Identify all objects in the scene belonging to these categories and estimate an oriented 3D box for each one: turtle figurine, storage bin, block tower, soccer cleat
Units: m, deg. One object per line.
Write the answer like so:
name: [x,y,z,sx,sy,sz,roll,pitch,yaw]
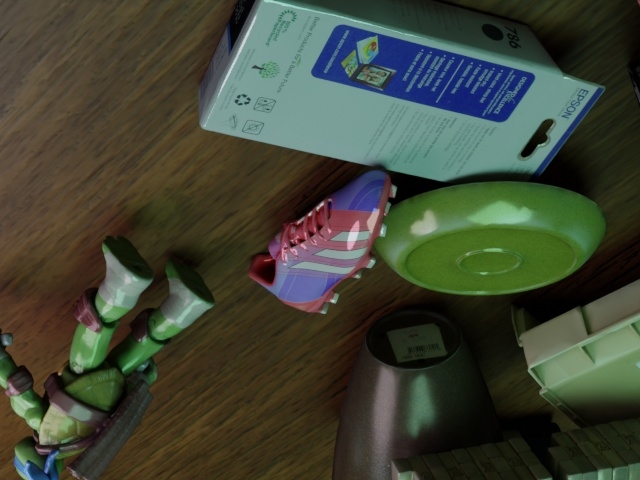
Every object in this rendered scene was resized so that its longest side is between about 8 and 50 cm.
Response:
turtle figurine: [-0.255,0.106,1.422,0.198,0.275,0.266,36,105,-13]
storage bin: [0.390,0.111,1.509,0.262,0.123,0.260,-29,135,24]
block tower: [0.249,0.267,1.445,0.335,0.097,0.091,-8,112,-11]
soccer cleat: [0.000,0.000,1.326,0.095,0.083,0.248,21,150,-8]

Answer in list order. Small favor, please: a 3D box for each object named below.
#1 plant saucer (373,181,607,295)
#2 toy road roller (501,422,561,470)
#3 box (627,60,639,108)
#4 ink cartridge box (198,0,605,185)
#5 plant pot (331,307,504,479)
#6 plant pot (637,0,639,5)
plant saucer: [0.171,0.008,1.363,0.241,0.037,0.241,-1,157,0]
toy road roller: [0.208,0.398,1.724,0.202,0.241,0.329,-2,139,-5]
box: [0.372,0.012,1.198,0.079,0.257,0.322,-19,111,15]
ink cartridge box: [0.072,-0.139,1.212,0.332,0.065,0.165,13,136,-20]
plant pot: [0.111,0.200,1.528,0.215,0.215,0.230,-6,125,-1]
plant pot: [0.412,-0.244,1.012,0.243,0.275,0.275,8,138,-32]
